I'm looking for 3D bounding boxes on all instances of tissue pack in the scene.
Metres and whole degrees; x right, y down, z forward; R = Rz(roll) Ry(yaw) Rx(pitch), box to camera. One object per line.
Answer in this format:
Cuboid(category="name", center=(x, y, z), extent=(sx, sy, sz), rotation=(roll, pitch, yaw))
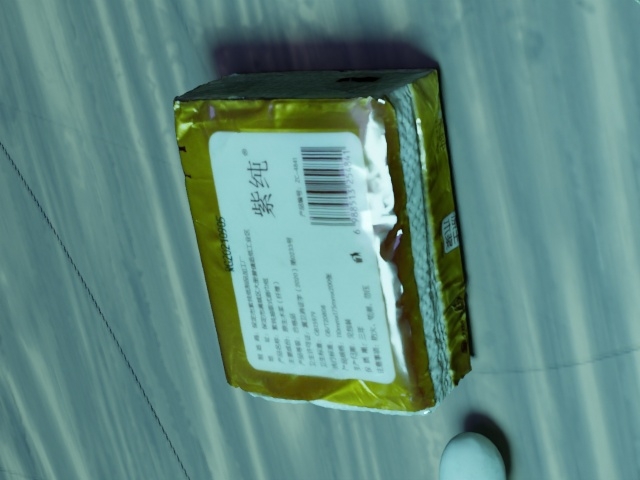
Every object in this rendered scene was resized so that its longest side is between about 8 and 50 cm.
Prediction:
Cuboid(category="tissue pack", center=(0.000, 0.000, 0.886), extent=(0.183, 0.092, 0.226), rotation=(4, 115, 35))

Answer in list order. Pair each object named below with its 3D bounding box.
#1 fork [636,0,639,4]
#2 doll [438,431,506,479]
Cuboid(category="fork", center=(0.204, -0.108, 0.724), extent=(0.219, 0.028, 0.034), rotation=(52, 128, 4))
Cuboid(category="doll", center=(0.144, 0.329, 0.897), extent=(0.242, 0.159, 0.311), rotation=(24, 128, 24))
